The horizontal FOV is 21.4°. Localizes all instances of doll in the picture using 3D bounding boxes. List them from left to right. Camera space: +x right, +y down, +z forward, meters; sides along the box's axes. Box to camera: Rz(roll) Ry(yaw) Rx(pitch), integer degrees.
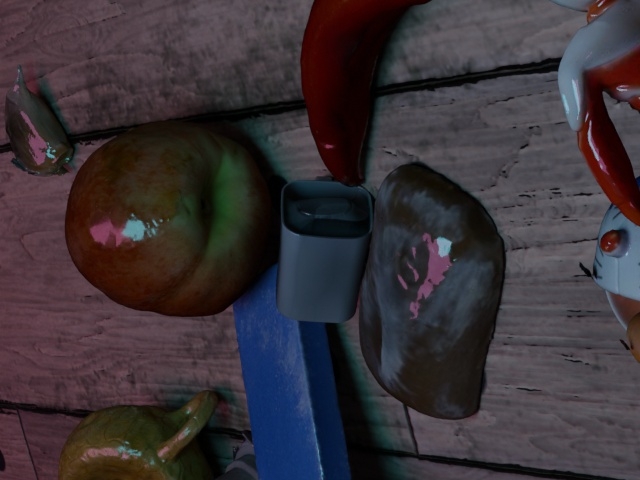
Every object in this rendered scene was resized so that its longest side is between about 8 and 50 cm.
[{"bbox_3d":[0.260,-0.113,1.224,0.384,0.188,0.099,50,171,-3],"label":"doll"},{"bbox_3d":[0.301,0.063,1.354,0.215,0.161,0.257,-139,33,-72],"label":"doll"}]

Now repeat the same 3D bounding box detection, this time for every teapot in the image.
[{"bbox_3d":[-0.220,0.282,2.190,0.203,0.167,0.311,38,127,-6],"label":"teapot"}]

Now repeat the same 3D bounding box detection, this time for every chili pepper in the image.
[{"bbox_3d":[0.053,-0.199,1.632,0.137,0.092,0.368,40,147,7],"label":"chili pepper"}]

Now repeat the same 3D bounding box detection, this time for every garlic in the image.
[{"bbox_3d":[-0.380,-0.150,2.260,0.084,0.066,0.152,-32,84,28],"label":"garlic"}]

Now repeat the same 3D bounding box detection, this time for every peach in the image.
[{"bbox_3d":[-0.182,-0.023,1.908,0.256,0.232,0.232,-16,94,50],"label":"peach"}]

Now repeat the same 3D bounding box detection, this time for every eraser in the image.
[{"bbox_3d":[-0.031,0.186,1.891,0.144,0.042,0.312,-31,65,53],"label":"eraser"}]

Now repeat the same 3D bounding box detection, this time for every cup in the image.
[{"bbox_3d":[0.000,0.000,1.785,0.128,0.095,0.129,-93,9,-51],"label":"cup"}]

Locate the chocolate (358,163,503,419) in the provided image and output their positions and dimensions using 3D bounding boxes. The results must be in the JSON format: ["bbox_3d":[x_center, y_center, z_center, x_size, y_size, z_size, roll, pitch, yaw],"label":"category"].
[{"bbox_3d":[0.093,0.061,1.698,0.157,0.080,0.254,37,135,38],"label":"chocolate"}]

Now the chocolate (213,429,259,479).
[{"bbox_3d":[-0.101,0.350,2.059,0.221,0.147,0.221,26,124,47],"label":"chocolate"}]
